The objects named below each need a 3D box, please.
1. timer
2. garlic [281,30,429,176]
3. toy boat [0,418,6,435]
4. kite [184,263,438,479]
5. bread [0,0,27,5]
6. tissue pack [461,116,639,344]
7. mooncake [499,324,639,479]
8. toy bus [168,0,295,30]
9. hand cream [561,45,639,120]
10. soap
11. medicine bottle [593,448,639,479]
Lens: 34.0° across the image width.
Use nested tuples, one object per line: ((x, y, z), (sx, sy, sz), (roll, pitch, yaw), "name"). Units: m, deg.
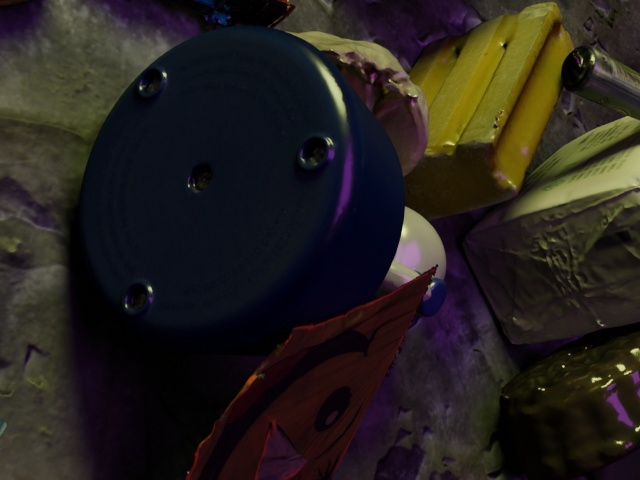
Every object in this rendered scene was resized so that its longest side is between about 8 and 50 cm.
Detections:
((0.000, 0.000, 0.965), (0.383, 0.270, 0.270), (27, 55, -55), "timer")
((0.003, -0.147, 1.056), (0.229, 0.178, 0.143), (23, 42, -22), "garlic")
((-0.270, 0.168, 0.719), (0.137, 0.060, 0.061), (-56, 141, -49), "toy boat")
((-0.020, 0.170, 0.887), (0.377, 0.013, 0.327), (-48, 154, -13), "kite")
((-0.271, -0.262, 0.868), (0.149, 0.073, 0.122), (-25, 93, -49), "bread")
((0.388, -0.031, 1.358), (0.356, 0.266, 0.194), (-37, 103, -47), "tissue pack")
((0.322, 0.186, 1.240), (0.228, 0.228, 0.124), (-23, 85, -49), "mooncake")
((-0.132, -0.276, 1.032), (0.235, 0.073, 0.096), (12, 60, -44), "toy bus")
((0.376, -0.169, 1.241), (0.235, 0.055, 0.086), (18, 39, -29), "hand cream")
((0.174, -0.151, 1.226), (0.091, 0.199, 0.315), (58, 40, -24), "soap")
((0.519, 0.225, 1.447), (0.208, 0.208, 0.340), (56, 43, -17), "medicine bottle")
